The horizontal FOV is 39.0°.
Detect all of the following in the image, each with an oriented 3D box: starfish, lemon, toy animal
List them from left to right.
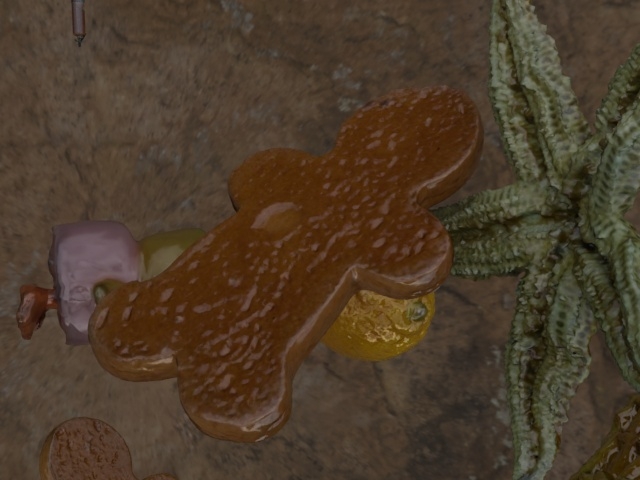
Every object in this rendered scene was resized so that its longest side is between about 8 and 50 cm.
[{"bbox_3d":[-0.242,0.059,1.171,0.281,0.195,0.169,7,88,-16],"label":"toy animal"},{"bbox_3d":[0.058,0.068,1.032,0.142,0.187,0.142,-3,96,-35],"label":"lemon"},{"bbox_3d":[0.162,-0.016,0.579,0.078,0.358,0.347,4,48,-28],"label":"starfish"}]

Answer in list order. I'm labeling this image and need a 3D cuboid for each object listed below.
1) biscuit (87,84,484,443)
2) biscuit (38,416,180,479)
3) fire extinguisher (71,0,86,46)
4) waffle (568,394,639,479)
[{"bbox_3d":[0.000,0.001,0.645,0.324,0.205,0.049,-49,139,-21],"label":"biscuit"},{"bbox_3d":[-0.184,0.280,0.836,0.165,0.036,0.250,-24,84,-55],"label":"biscuit"},{"bbox_3d":[-0.403,-0.367,1.508,0.022,0.028,0.083,-3,94,-14],"label":"fire extinguisher"},{"bbox_3d":[0.323,0.135,0.710,0.068,0.325,0.302,53,39,6],"label":"waffle"}]
